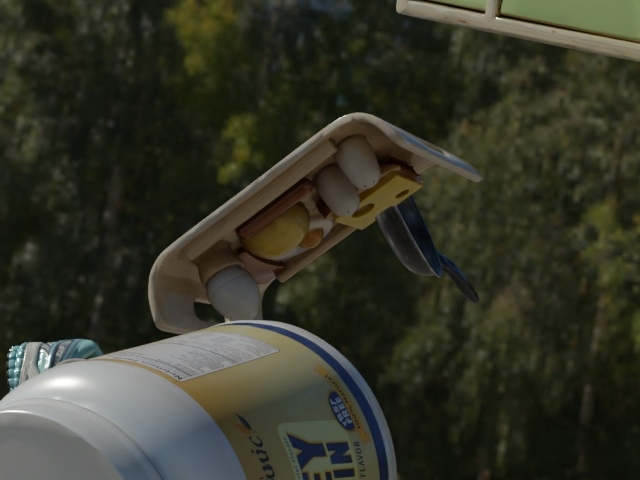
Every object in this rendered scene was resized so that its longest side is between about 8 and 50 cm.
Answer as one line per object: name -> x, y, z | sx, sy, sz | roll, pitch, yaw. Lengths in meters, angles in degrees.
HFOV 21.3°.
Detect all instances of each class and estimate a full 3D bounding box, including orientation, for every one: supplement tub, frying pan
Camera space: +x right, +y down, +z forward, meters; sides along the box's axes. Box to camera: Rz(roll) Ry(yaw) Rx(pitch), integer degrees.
supplement tub -> -0.107, 0.185, 1.183 | 0.228, 0.228, 0.316 | 6, 8, 28
frying pan -> 0.127, -0.020, 2.321 | 0.053, 0.197, 0.326 | -26, -19, 10

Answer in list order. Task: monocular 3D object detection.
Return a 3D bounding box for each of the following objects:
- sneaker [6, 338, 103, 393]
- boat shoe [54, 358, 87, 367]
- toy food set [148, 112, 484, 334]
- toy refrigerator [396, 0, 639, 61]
sneaker -> -0.280, 0.225, 1.926 | 0.122, 0.283, 0.110 | -15, -33, -1
boat shoe -> -0.215, 0.203, 1.530 | 0.075, 0.206, 0.065 | -2, -38, -17
toy food set -> 0.000, 0.000, 1.672 | 0.306, 0.092, 0.219 | -36, -21, 18
toy refrigerator -> 0.189, -0.210, 1.365 | 0.094, 0.102, 0.269 | -3, 17, -45
